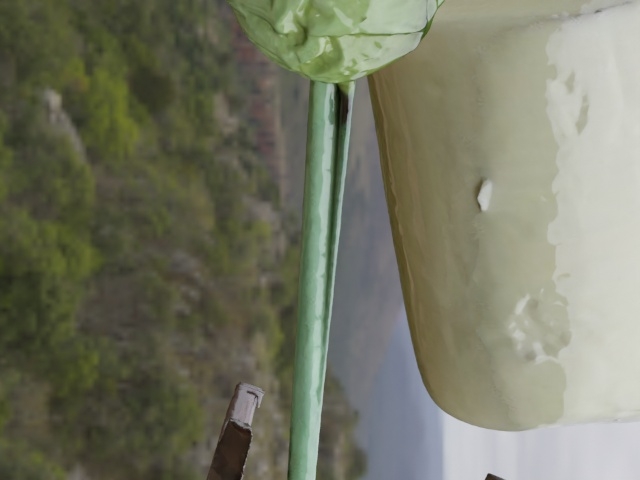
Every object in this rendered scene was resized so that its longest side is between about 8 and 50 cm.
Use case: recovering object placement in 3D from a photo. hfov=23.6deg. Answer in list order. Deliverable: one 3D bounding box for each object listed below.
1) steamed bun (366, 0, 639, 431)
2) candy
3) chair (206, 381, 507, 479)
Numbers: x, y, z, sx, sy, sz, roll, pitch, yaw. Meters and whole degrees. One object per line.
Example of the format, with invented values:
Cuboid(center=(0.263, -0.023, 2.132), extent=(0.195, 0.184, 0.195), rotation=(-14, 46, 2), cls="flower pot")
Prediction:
Cuboid(center=(0.248, -0.079, 1.176), extent=(0.290, 0.455, 0.371), rotation=(34, -42, 59), cls="steamed bun")
Cuboid(center=(0.000, 0.000, 0.654), extent=(0.092, 0.093, 0.336), rotation=(-61, 155, -70), cls="candy")
Cuboid(center=(-0.027, 0.264, 0.841), extent=(0.175, 0.183, 0.327), rotation=(-94, -153, -86), cls="chair")
